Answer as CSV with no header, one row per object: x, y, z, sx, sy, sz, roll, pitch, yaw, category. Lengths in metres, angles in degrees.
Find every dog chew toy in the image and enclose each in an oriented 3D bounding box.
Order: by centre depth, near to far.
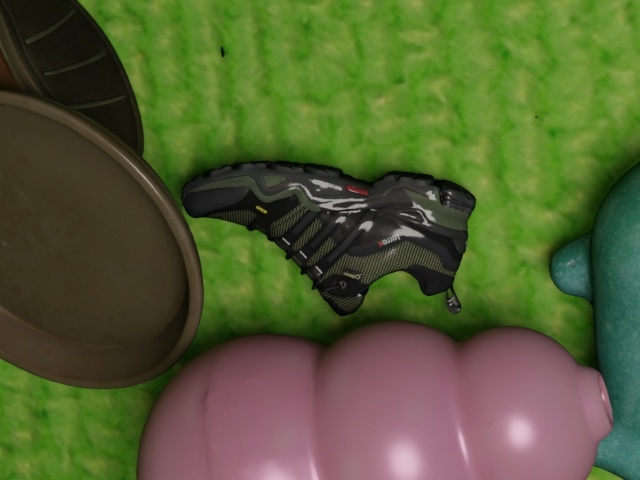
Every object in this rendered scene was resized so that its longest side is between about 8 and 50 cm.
0.040,0.149,0.911,0.332,0.206,0.206,-16,93,17,dog chew toy

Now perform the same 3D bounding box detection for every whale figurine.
0.248,0.065,0.882,0.216,0.141,0.272,29,112,21,whale figurine

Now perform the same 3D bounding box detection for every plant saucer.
-0.211,-0.002,0.987,0.278,0.041,0.278,12,129,16,plant saucer

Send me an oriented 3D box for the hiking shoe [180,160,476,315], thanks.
0.000,0.000,0.967,0.227,0.086,0.114,6,95,12,hiking shoe

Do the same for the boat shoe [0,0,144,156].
-0.258,-0.162,1.008,0.104,0.111,0.307,-35,88,31,boat shoe
